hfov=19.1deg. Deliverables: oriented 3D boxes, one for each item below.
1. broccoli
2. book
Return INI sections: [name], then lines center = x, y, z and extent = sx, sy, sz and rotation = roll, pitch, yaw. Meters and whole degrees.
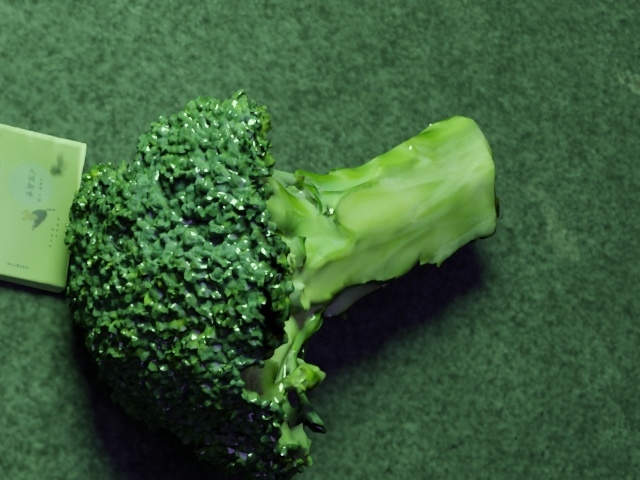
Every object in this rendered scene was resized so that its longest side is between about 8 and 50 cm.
[broccoli]
center = -0.014, -0.019, 1.342
extent = 0.252, 0.221, 0.361
rotation = 51, 50, -14
[book]
center = -0.209, -0.025, 1.338
extent = 0.077, 0.014, 0.111
rotation = 14, 71, -23
